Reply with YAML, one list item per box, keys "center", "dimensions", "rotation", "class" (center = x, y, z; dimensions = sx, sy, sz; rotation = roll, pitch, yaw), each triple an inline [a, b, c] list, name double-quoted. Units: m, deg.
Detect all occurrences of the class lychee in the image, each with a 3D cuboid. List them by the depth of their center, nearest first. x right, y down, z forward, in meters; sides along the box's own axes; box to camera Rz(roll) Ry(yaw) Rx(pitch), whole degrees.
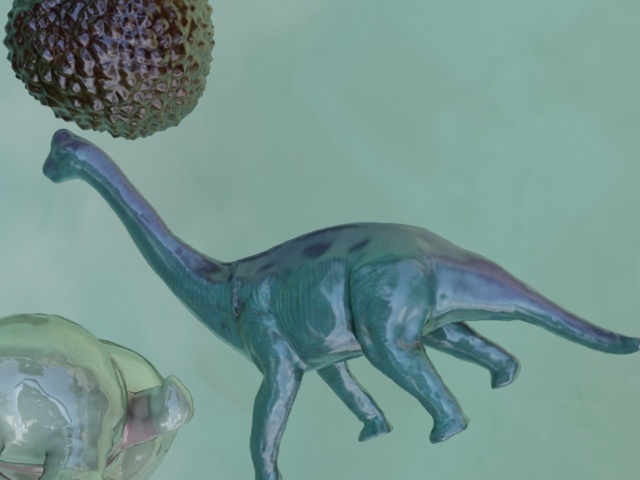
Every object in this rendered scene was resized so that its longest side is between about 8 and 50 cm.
- center: [-0.230, -0.231, 1.683]
  dimensions: [0.236, 0.236, 0.271]
  rotation: [-34, 132, 1]
  class: "lychee"

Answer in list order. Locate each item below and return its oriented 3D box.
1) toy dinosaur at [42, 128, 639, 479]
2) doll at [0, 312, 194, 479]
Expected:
- center: [0.000, 0.000, 1.128]
  dimensions: [0.383, 0.129, 0.331]
  rotation: [-24, 93, 22]
  class: "toy dinosaur"
- center: [-0.143, 0.095, 0.813]
  dimensions: [0.155, 0.275, 0.113]
  rotation: [3, 88, -1]
  class: "doll"
